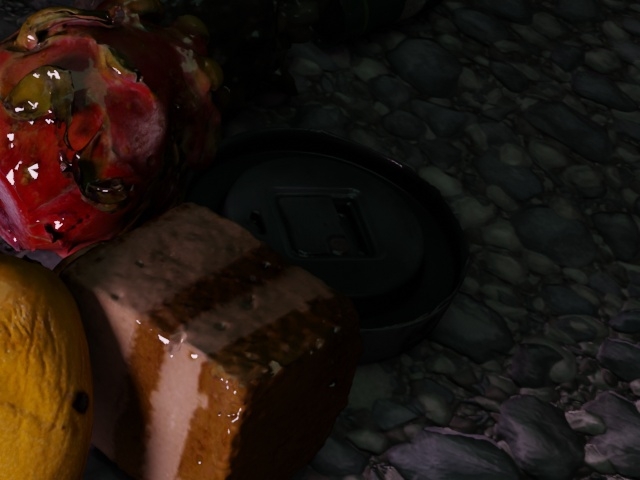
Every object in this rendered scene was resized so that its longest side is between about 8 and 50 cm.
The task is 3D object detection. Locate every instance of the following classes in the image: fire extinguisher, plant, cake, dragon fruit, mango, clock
[{"bbox_3d":[0.097,-0.340,2.136,0.294,0.118,0.093,-27,93,-40],"label":"fire extinguisher"},{"bbox_3d":[-0.124,-0.257,1.866,0.312,0.215,0.213,0,40,-25],"label":"plant"},{"bbox_3d":[-0.132,0.100,1.487,0.293,0.196,0.199,32,40,23],"label":"cake"},{"bbox_3d":[-0.226,-0.129,1.621,0.291,0.269,0.250,-35,79,-22],"label":"dragon fruit"},{"bbox_3d":[-0.285,0.157,1.364,0.177,0.120,0.295,8,84,-19],"label":"mango"},{"bbox_3d":[0.000,0.000,1.736,0.325,0.067,0.325,11,40,-9],"label":"clock"}]
